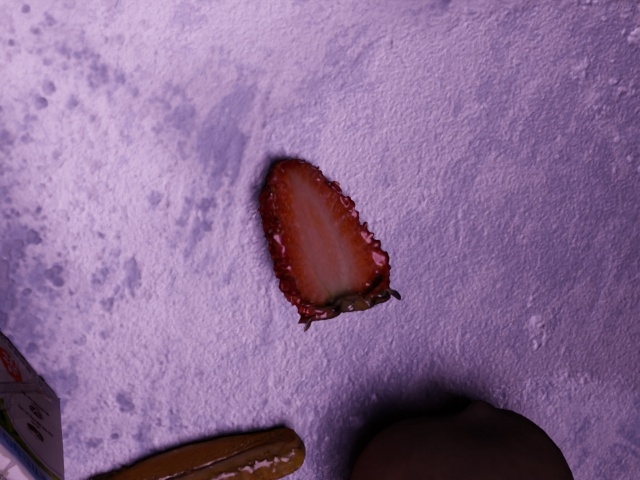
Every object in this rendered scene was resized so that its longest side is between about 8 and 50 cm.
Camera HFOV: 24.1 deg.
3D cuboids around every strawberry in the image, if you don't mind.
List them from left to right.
[{"bbox_3d":[-0.002,0.003,1.857,0.167,0.087,0.208,-12,82,-33],"label":"strawberry"}]

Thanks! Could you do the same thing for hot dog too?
[{"bbox_3d":[-0.158,0.300,1.885,0.289,0.083,0.068,-14,127,-12],"label":"hot dog"}]

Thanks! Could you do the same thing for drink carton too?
[{"bbox_3d":[-0.390,0.205,1.659,0.132,0.324,0.194,-39,109,1],"label":"drink carton"}]

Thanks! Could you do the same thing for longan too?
[{"bbox_3d":[0.179,0.342,1.882,0.297,0.297,0.297,-4,105,-15],"label":"longan"}]
